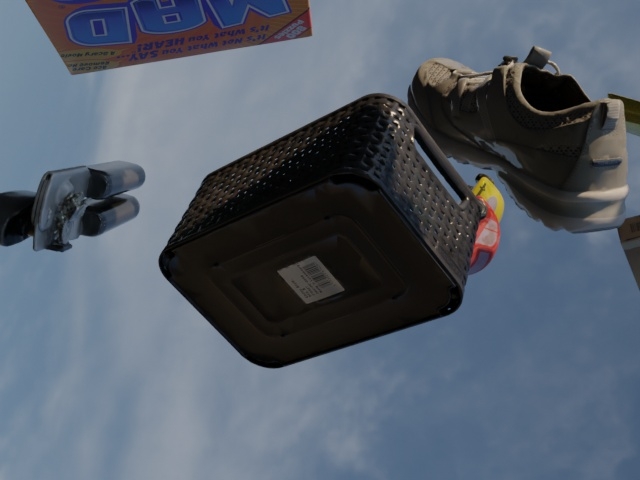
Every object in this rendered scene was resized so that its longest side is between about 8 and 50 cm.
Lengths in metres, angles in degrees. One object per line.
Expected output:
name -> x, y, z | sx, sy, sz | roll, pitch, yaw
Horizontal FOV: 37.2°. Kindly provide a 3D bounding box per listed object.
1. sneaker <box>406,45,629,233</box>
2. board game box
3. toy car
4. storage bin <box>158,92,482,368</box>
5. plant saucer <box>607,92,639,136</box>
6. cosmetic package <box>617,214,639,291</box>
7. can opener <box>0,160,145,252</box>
sneaker -> 0.171, -0.114, 0.806 | 0.281, 0.105, 0.115 | 46, -44, 52
board game box -> -0.218, -0.480, 1.245 | 0.356, 0.356, 0.356 | 82, -2, -72
toy car -> 0.194, -0.062, 0.953 | 0.225, 0.053, 0.239 | -53, 179, 17
storage bin -> 0.000, 0.000, 0.623 | 0.180, 0.122, 0.084 | -21, -149, 35
plant saucer -> 0.501, -0.140, 1.282 | 0.188, 0.188, 0.045 | -130, -123, -67
cosmetic package -> 0.441, 0.016, 1.275 | 0.060, 0.115, 0.041 | -17, -136, 23
can opener -> -0.244, -0.045, 0.948 | 0.280, 0.093, 0.074 | -44, 147, -79
